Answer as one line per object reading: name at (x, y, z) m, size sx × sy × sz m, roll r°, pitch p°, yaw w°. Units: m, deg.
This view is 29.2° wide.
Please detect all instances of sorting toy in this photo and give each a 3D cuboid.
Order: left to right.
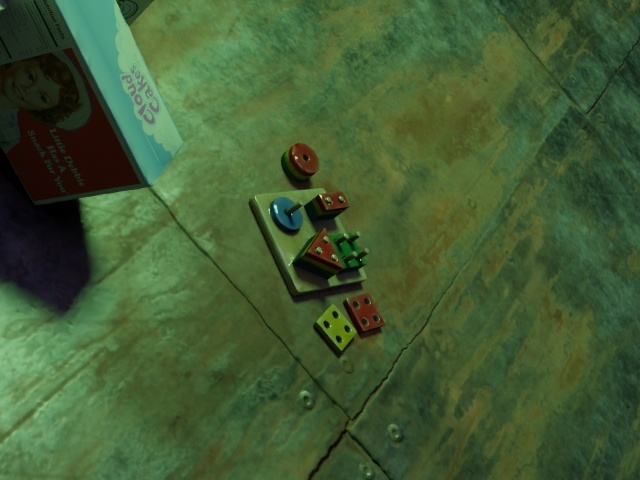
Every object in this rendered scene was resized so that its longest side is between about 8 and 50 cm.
sorting toy at (0.000, 0.000, 1.496) m, size 0.132 × 0.046 × 0.274 m, roll -8°, pitch 68°, yaw -49°

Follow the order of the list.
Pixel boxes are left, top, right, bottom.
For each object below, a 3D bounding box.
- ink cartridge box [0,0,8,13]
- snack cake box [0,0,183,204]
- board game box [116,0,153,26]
ink cartridge box at (-0.409, -0.180, 1.063) m, size 0.160 × 0.219 × 0.092 m, roll 45°, pitch 7°, yaw -11°
snack cake box at (-0.261, -0.172, 1.191) m, size 0.264 × 0.152 × 0.089 m, roll 67°, pitch 31°, yaw -28°
board game box at (-0.284, -0.384, 1.327) m, size 0.336 × 0.254 × 0.079 m, roll 17°, pitch 51°, yaw -37°
